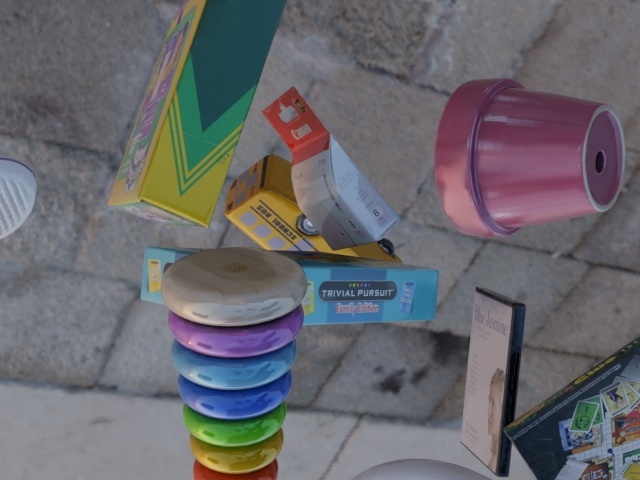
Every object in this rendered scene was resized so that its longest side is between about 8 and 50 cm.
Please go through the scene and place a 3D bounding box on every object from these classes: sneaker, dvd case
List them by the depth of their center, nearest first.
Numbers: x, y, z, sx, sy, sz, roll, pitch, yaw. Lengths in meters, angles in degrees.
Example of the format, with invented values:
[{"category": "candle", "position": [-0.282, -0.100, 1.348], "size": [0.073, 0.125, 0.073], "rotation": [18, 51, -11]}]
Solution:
[{"category": "sneaker", "position": [-0.416, -0.068, 1.106], "size": [0.282, 0.161, 0.102], "rotation": [-20, 141, 29]}, {"category": "dvd case", "position": [0.256, 0.206, 1.501], "size": [0.022, 0.180, 0.253], "rotation": [5, 94, -9]}]

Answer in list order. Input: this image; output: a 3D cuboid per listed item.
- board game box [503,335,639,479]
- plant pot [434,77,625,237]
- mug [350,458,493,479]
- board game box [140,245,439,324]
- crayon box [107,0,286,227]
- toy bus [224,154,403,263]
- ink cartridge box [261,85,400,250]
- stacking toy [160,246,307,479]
[{"category": "board game box", "position": [0.284, 0.128, 0.762], "size": [0.259, 0.136, 0.030], "rotation": [-33, 174, 0]}, {"category": "plant pot", "position": [0.267, -0.102, 1.236], "size": [0.180, 0.201, 0.201], "rotation": [3, 151, 38]}, {"category": "mug", "position": [0.066, 0.368, 0.886], "size": [0.328, 0.276, 0.374], "rotation": [23, 104, 7]}, {"category": "board game box", "position": [-0.038, 0.060, 1.402], "size": [0.336, 0.253, 0.079], "rotation": [3, 93, -45]}, {"category": "crayon box", "position": [-0.182, -0.180, 1.391], "size": [0.106, 0.363, 0.313], "rotation": [19, 86, -17]}, {"category": "toy bus", "position": [0.000, 0.000, 1.709], "size": [0.130, 0.108, 0.332], "rotation": [-35, 120, 26]}, {"category": "ink cartridge box", "position": [-0.006, -0.093, 1.420], "size": [0.066, 0.189, 0.232], "rotation": [-46, 99, -15]}, {"category": "stacking toy", "position": [-0.083, 0.180, 1.015], "size": [0.141, 0.141, 0.330], "rotation": [-6, 111, -15]}]
